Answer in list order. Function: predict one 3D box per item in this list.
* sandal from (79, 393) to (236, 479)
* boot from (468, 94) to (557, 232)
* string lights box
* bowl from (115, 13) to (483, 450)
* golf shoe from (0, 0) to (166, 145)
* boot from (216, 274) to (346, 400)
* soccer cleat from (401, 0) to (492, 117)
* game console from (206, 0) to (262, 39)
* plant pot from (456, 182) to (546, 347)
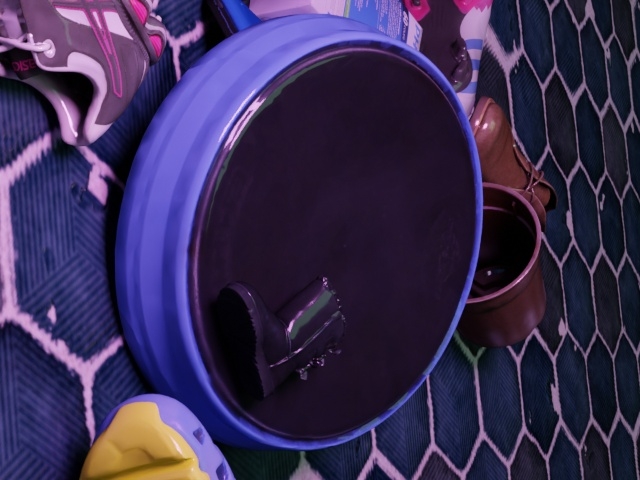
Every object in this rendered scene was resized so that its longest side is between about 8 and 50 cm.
[{"bbox_3d":[-0.097,0.239,1.128,0.138,0.126,0.317,-68,150,-50],"label":"sandal"},{"bbox_3d":[0.241,-0.091,1.796,0.112,0.115,0.305,-62,159,-10],"label":"boot"},{"bbox_3d":[0.024,-0.234,1.522,0.259,0.076,0.133,43,47,-53],"label":"string lights box"},{"bbox_3d":[0.000,0.000,1.240,0.391,0.077,0.391,-13,110,-42],"label":"bowl"},{"bbox_3d":[-0.205,-0.186,1.022,0.273,0.105,0.120,52,47,-46],"label":"golf shoe"},{"bbox_3d":[-0.028,0.062,1.141,0.099,0.045,0.121,-36,131,-30],"label":"boot"},{"bbox_3d":[0.146,-0.239,1.768,0.331,0.116,0.143,-74,171,-46],"label":"soccer cleat"},{"bbox_3d":[-0.049,-0.058,1.391,0.293,0.173,0.250,39,19,-56],"label":"game console"},{"bbox_3d":[0.204,0.041,1.743,0.165,0.167,0.167,58,35,-54],"label":"plant pot"}]
